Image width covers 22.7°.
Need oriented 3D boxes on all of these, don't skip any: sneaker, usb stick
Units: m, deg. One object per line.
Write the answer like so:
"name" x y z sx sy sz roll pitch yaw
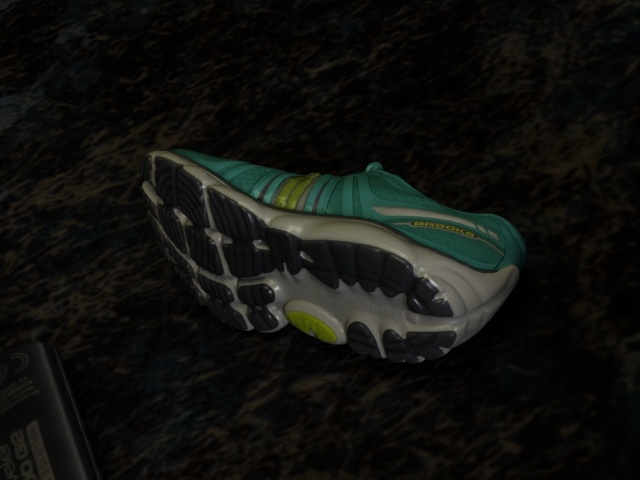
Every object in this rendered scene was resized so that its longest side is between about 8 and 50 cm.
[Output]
"sneaker" 0.000 0.000 0.984 0.275 0.107 0.110 19 39 35
"usb stick" -0.156 0.160 0.924 0.077 0.045 0.278 -35 41 3
